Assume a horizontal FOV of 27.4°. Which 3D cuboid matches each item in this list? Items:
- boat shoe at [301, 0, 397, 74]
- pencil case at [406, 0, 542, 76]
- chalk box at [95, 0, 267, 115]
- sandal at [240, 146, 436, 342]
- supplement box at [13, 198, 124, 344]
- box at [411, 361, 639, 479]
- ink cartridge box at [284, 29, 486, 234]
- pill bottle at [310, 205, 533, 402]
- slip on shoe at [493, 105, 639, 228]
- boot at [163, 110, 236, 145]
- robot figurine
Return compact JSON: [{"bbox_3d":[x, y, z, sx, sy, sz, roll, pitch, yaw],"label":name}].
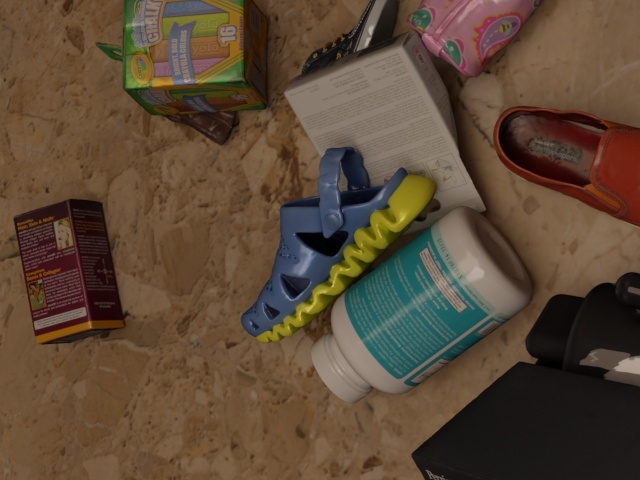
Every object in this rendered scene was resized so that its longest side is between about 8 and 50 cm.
[{"bbox_3d":[0.031,-0.243,1.691,0.083,0.065,0.183,26,101,21],"label":"boat shoe"},{"bbox_3d":[0.229,-0.333,1.567,0.124,0.124,0.284,47,108,21],"label":"pencil case"},{"bbox_3d":[-0.187,-0.245,1.732,0.213,0.132,0.132,-3,80,11],"label":"chalk box"},{"bbox_3d":[0.000,0.000,1.638,0.138,0.126,0.317,44,113,2],"label":"sandal"},{"bbox_3d":[-0.357,0.045,1.863,0.104,0.081,0.188,-16,80,25],"label":"supplement box"},{"bbox_3d":[0.309,0.315,1.310,0.343,0.179,0.313,7,129,57],"label":"box"},{"bbox_3d":[0.086,-0.125,1.630,0.189,0.066,0.232,-17,116,36],"label":"ink cartridge box"},{"bbox_3d":[0.114,0.088,1.587,0.264,0.146,0.146,-38,72,19],"label":"pill bottle"},{"bbox_3d":[0.346,-0.084,1.506,0.331,0.101,0.123,19,94,25],"label":"slip on shoe"},{"bbox_3d":[-0.155,-0.196,1.801,0.114,0.037,0.106,25,99,23],"label":"boot"},{"bbox_3d":[0.368,0.144,1.439,0.278,0.209,0.174,13,80,27],"label":"robot figurine"}]
